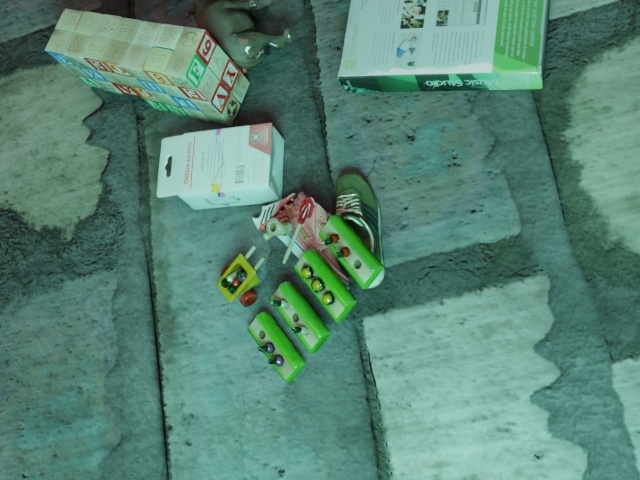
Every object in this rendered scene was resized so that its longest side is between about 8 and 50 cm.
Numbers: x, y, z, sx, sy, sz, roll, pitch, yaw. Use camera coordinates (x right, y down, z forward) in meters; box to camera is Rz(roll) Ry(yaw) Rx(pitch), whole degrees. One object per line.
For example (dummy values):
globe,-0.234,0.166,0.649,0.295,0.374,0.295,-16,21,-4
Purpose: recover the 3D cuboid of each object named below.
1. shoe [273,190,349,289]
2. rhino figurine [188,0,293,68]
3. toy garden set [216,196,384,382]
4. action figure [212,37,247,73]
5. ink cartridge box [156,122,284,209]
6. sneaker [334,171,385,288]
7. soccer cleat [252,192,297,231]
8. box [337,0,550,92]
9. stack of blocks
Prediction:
shoe,0.000,0.000,1.351,0.081,0.063,0.178,-48,58,4
rhino figurine,-0.156,-0.382,1.529,0.106,0.073,0.243,-30,59,-20
toy garden set,-0.049,0.055,1.300,0.204,0.049,0.244,51,119,27
action figure,-0.166,-0.325,1.553,0.038,0.030,0.115,-44,64,-5
ink cartridge box,-0.163,-0.118,1.453,0.198,0.067,0.115,-4,69,17
sneaker,0.053,-0.029,1.330,0.064,0.086,0.192,-16,66,14
soccer cleat,-0.073,-0.050,1.417,0.083,0.029,0.035,-45,66,5
box,0.200,-0.351,1.414,0.322,0.058,0.232,3,72,22
stack of blocks,-0.292,-0.295,1.507,0.297,0.171,0.087,15,77,25
